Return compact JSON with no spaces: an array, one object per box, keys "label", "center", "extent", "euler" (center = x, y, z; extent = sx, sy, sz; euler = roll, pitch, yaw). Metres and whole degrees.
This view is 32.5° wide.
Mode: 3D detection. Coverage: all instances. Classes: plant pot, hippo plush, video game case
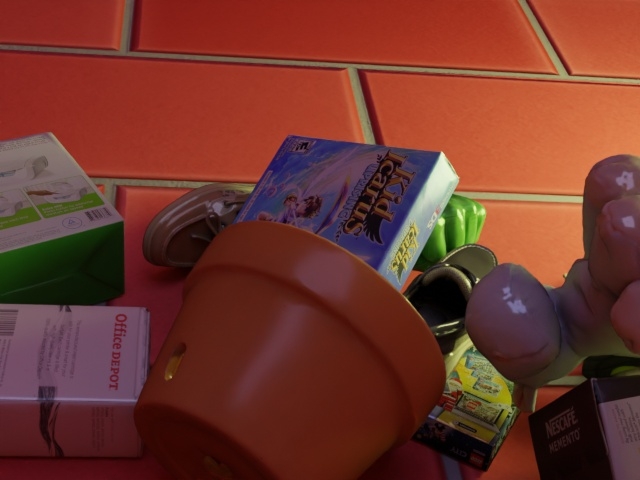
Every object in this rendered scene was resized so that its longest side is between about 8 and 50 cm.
[{"label":"plant pot","center":[-0.047,0.152,1.098],"extent":[0.290,0.291,0.203],"euler":[23,55,20]},{"label":"hippo plush","center":[0.277,0.050,1.190],"extent":[0.236,0.294,0.234],"euler":[-17,68,23]},{"label":"video game case","center":[0.000,0.000,1.313],"extent":[0.244,0.061,0.270],"euler":[11,62,38]}]

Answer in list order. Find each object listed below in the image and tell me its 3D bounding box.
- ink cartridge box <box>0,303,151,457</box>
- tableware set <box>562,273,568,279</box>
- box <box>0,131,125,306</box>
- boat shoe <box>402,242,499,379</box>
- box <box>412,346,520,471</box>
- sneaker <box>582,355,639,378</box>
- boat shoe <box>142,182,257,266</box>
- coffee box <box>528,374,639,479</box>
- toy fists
[{"label":"ink cartridge box","center":[-0.295,0.149,1.190],"extent":[0.217,0.092,0.159],"euler":[1,37,-7]},{"label":"tableware set","center":[0.409,0.094,1.440],"extent":[0.128,0.039,0.194],"euler":[-19,44,-32]},{"label":"box","center":[-0.408,-0.009,1.354],"extent":[0.262,0.127,0.231],"euler":[-18,43,-31]},{"label":"boat shoe","center":[0.152,0.073,1.298],"extent":[0.102,0.092,0.285],"euler":[23,37,20]},{"label":"box","center":[0.121,0.160,1.290],"extent":[0.233,0.044,0.159],"euler":[23,38,20]},{"label":"sneaker","center":[0.466,0.129,1.319],"extent":[0.299,0.111,0.121],"euler":[13,51,-1]},{"label":"boat shoe","center":[-0.096,-0.018,1.444],"extent":[0.285,0.105,0.089],"euler":[-18,41,-32]},{"label":"coffee box","center":[0.392,0.208,1.146],"extent":[0.297,0.168,0.119],"euler":[-2,69,-15]},{"label":"toy fists","center":[0.091,0.002,1.437],"extent":[0.279,0.096,0.142],"euler":[-16,11,-29]}]
